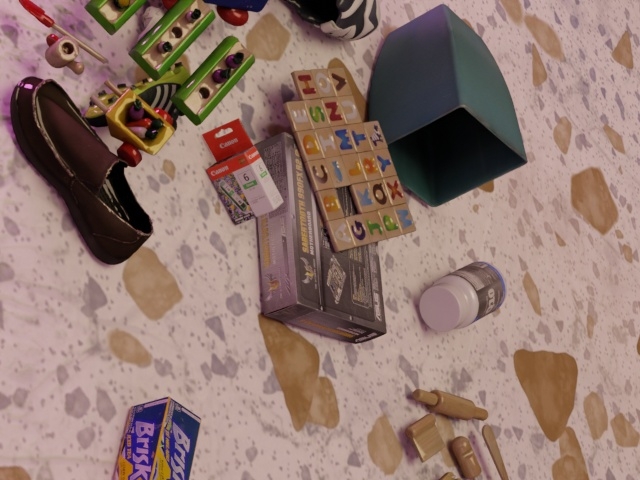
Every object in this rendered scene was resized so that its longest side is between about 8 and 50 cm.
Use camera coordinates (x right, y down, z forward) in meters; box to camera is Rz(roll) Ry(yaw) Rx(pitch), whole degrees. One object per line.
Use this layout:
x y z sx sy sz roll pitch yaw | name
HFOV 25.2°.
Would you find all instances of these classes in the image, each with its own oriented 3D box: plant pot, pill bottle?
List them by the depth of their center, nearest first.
0.199 0.080 2.011 0.137 0.078 0.078 -21 91 -54 | pill bottle
0.173 -0.208 2.048 0.165 0.166 0.234 34 42 -40 | plant pot

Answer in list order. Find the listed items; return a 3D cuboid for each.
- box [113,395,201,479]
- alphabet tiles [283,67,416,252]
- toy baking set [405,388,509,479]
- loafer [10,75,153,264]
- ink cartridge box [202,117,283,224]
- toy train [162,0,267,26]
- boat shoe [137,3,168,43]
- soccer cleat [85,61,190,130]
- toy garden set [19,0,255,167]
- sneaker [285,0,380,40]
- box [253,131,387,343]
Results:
-0.172 0.246 1.447 0.054 0.059 0.169 41 45 -38 | box
0.035 -0.110 1.847 0.198 0.009 0.237 -14 84 -56 | alphabet tiles
0.192 0.304 1.940 0.256 0.030 0.196 17 64 -49 | toy baking set
-0.239 -0.081 1.497 0.220 0.078 0.080 58 37 -17 | loafer
-0.098 -0.081 1.701 0.115 0.063 0.029 62 34 -11 | ink cartridge box
-0.175 -0.345 1.691 0.248 0.105 0.143 2 41 -46 | toy train
-0.195 -0.258 1.686 0.035 0.035 0.100 42 42 -5 | boat shoe
-0.196 -0.147 1.610 0.179 0.060 0.072 -35 116 -54 | soccer cleat
-0.202 -0.219 1.531 0.244 0.049 0.204 46 60 -15 | toy garden set
-0.002 -0.384 1.948 0.153 0.094 0.235 -24 104 -63 | sneaker
0.000 0.000 1.800 0.183 0.056 0.231 20 58 -48 | box
